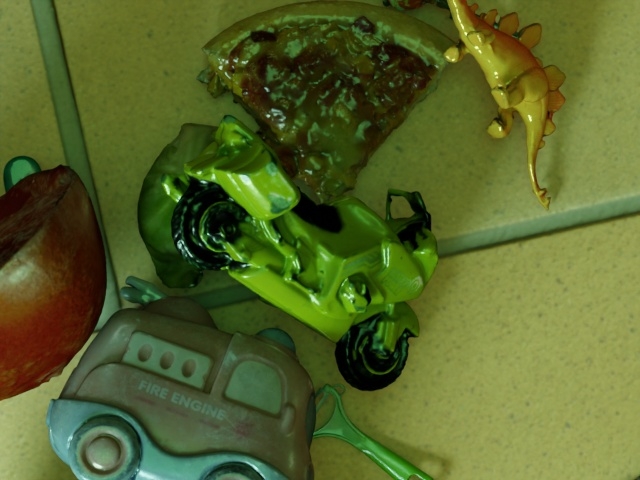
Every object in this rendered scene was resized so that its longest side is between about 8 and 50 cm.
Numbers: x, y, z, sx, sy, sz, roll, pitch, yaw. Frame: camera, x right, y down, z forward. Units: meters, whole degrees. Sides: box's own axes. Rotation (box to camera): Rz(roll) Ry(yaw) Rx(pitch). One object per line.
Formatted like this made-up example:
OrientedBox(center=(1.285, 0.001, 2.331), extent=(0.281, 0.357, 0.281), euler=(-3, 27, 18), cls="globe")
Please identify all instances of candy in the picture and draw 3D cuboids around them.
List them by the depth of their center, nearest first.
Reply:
OrientedBox(center=(0.153, -0.256, 1.943), extent=(0.185, 0.049, 0.055), euler=(22, 74, -9), cls="candy")

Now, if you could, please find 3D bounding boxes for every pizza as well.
OrientedBox(center=(0.009, -0.151, 1.906), extent=(0.290, 0.081, 0.228), euler=(2, 86, -3), cls="pizza")

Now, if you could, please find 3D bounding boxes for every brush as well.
OrientedBox(center=(-0.310, 0.002, 1.914), extent=(0.043, 0.032, 0.193), euler=(-11, 98, -5), cls="brush")

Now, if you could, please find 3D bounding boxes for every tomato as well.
OrientedBox(center=(-0.317, 0.069, 1.796), extent=(0.309, 0.309, 0.170), euler=(-39, 110, -4), cls="tomato")

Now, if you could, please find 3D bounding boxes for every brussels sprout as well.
OrientedBox(center=(-0.134, -0.039, 1.890), extent=(0.139, 0.100, 0.181), euler=(-3, 90, 11), cls="brussels sprout")

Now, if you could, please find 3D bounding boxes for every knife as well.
OrientedBox(center=(0.055, 0.225, 1.908), extent=(0.166, 0.022, 0.078), euler=(35, 104, 1), cls="knife")

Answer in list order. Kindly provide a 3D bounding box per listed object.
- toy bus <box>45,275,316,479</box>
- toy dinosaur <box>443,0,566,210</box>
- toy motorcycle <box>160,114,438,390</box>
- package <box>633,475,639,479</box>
OrientedBox(center=(-0.129, 0.182, 1.831), extent=(0.294, 0.197, 0.231), euler=(19, 75, 1), cls="toy bus")
OrientedBox(center=(0.214, -0.176, 1.908), extent=(0.117, 0.070, 0.288), euler=(-44, 113, -34), cls="toy dinosaur")
OrientedBox(center=(0.001, 0.000, 1.818), extent=(0.342, 0.142, 0.206), euler=(38, 67, -30), cls="toy motorcycle")
OrientedBox(center=(0.363, 0.264, 1.919), extent=(0.110, 0.015, 0.037), euler=(-34, 87, -5), cls="package")
